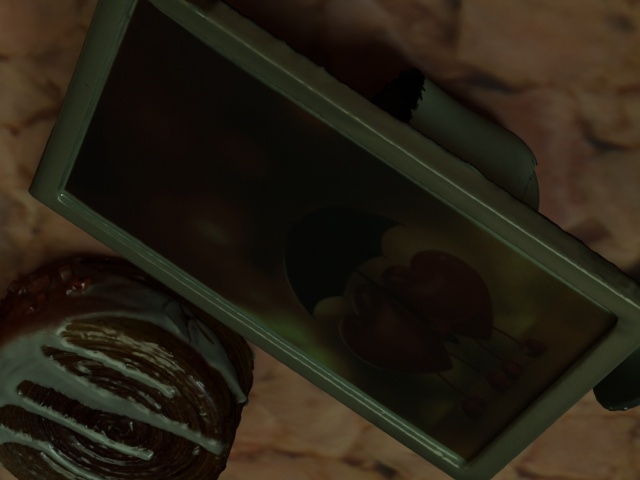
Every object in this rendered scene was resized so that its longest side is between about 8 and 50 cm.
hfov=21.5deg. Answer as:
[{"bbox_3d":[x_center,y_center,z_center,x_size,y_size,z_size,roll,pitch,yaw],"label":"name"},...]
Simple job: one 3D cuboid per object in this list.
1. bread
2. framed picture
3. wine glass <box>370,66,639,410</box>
[{"bbox_3d":[-0.120,0.085,0.954,0.161,0.073,0.160,6,131,8],"label":"bread"},{"bbox_3d":[0.000,0.000,0.819,0.289,0.020,0.211,34,145,0],"label":"framed picture"},{"bbox_3d":[0.097,0.000,0.833,0.195,0.079,0.079,37,127,-19],"label":"wine glass"}]
